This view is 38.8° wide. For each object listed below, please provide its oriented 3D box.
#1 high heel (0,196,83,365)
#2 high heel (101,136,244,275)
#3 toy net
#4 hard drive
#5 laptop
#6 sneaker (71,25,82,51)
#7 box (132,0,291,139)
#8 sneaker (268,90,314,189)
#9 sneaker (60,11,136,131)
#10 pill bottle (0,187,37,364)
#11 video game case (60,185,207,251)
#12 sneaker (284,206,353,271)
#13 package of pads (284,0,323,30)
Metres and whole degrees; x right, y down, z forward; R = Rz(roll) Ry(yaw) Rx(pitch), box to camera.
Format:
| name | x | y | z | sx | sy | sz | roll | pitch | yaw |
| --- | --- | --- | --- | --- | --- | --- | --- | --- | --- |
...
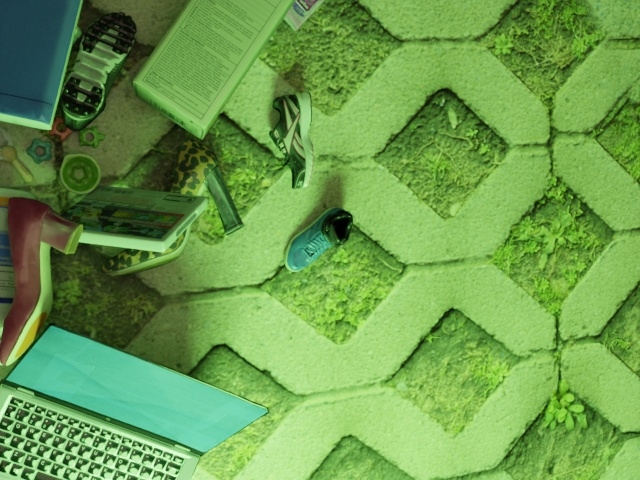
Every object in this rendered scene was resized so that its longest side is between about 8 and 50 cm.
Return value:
| name | x | y | z | sx | sy | sz | roll | pitch | yaw |
| --- | --- | --- | --- | --- | --- | --- | --- | --- | --- |
| high heel | -0.458 | 0.059 | 1.366 | 0.117 | 0.082 | 0.244 | 23 | 92 | 2 |
| high heel | -0.284 | -0.057 | 1.580 | 0.261 | 0.093 | 0.186 | -24 | 87 | -11 |
| toy net | -0.477 | -0.152 | 1.501 | 0.232 | 0.045 | 0.122 | 10 | 91 | -22 |
| hard drive | -0.486 | -0.343 | 1.402 | 0.210 | 0.040 | 0.319 | 11 | 74 | -8 |
| laptop | -0.361 | 0.370 | 1.492 | 0.381 | 0.236 | 0.408 | 26 | 85 | -21 |
| sneaker | -0.525 | -0.287 | 1.458 | 0.281 | 0.105 | 0.115 | -39 | 85 | -17 |
| box | -0.173 | -0.344 | 1.548 | 0.148 | 0.121 | 0.311 | 35 | 82 | -6 |
| sneaker | -0.056 | -0.181 | 1.661 | 0.077 | 0.072 | 0.178 | -2 | 88 | -9 |
| sneaker | -0.376 | -0.277 | 1.513 | 0.078 | 0.106 | 0.234 | 24 | 60 | -13 |
| pill bottle | -0.532 | 0.055 | 1.426 | 0.152 | 0.152 | 0.272 | 6 | 86 | -22 |
| video game case | -0.308 | -0.038 | 1.466 | 0.201 | 0.183 | 0.023 | 7 | 116 | 13 |
| sneaker | -0.001 | -0.001 | 1.680 | 0.152 | 0.084 | 0.058 | -44 | 108 | -12 |
| package of pads | -0.036 | -0.427 | 1.657 | 0.050 | 0.032 | 0.083 | 45 | 78 | -21 |
